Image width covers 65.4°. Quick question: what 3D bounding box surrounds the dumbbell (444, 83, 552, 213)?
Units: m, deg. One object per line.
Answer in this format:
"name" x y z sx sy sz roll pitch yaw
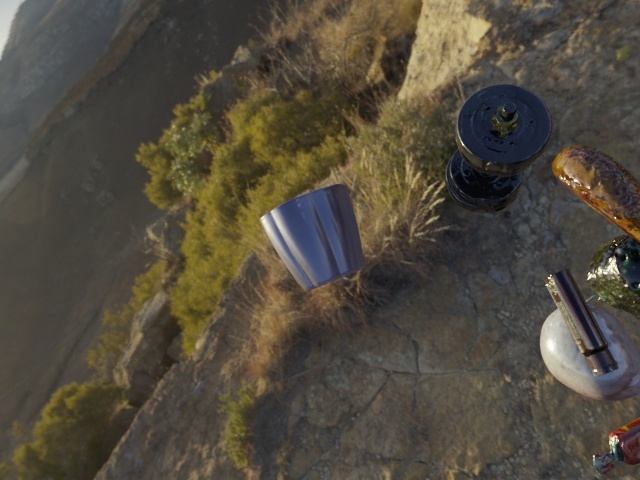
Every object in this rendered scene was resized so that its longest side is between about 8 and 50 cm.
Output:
"dumbbell" 0.376 -0.187 1.095 0.185 0.388 0.185 -3 73 9

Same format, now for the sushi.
"sushi" 0.558 0.072 0.794 0.124 0.225 0.127 -57 -5 -12

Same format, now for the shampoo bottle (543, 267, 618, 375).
"shampoo bottle" 0.799 0.248 1.531 0.084 0.129 0.322 -23 71 8

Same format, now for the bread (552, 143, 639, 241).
"bread" 0.410 -0.067 0.705 0.064 0.193 0.193 -48 31 19

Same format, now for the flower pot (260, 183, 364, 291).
"flower pot" 0.000 0.000 1.396 0.265 0.243 0.265 -24 -3 -1

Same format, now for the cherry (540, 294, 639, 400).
"cherry" 0.912 0.369 1.687 0.292 0.326 0.335 -25 10 5

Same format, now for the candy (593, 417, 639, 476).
"candy" 0.766 0.462 1.170 0.292 0.086 0.059 -24 -2 -5
